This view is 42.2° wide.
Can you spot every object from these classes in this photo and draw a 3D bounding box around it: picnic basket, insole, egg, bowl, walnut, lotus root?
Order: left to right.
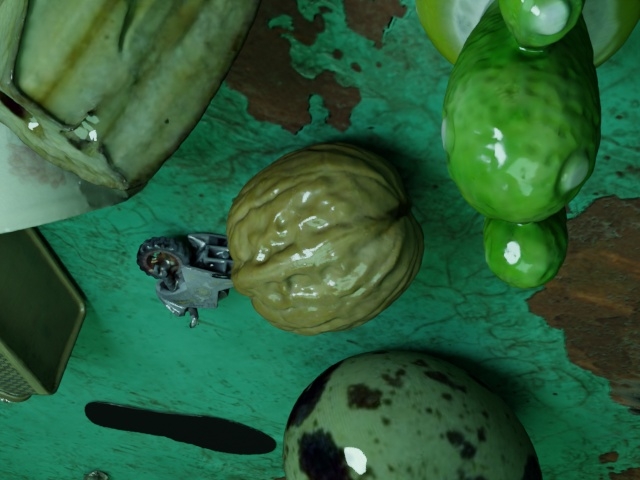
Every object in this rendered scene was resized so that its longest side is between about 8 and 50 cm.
[{"bbox_3d":[-0.422,0.073,1.034,0.139,0.165,0.266,-6,136,15],"label":"picnic basket"},{"bbox_3d":[-0.313,-0.096,0.788,0.277,0.277,0.145,-6,104,16],"label":"bowl"},{"bbox_3d":[-0.165,-0.211,0.650,0.210,0.314,0.142,26,178,-31],"label":"lotus root"},{"bbox_3d":[-0.232,0.311,1.375,0.322,0.007,0.109,10,136,0],"label":"insole"},{"bbox_3d":[0.000,0.000,0.867,0.213,0.213,0.213,5,138,5],"label":"walnut"},{"bbox_3d":[0.127,0.296,1.084,0.379,0.287,0.287,23,136,-21],"label":"egg"}]

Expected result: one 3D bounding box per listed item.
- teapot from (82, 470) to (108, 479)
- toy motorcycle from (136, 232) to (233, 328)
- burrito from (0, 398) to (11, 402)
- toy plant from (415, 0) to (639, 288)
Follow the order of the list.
[{"bbox_3d":[-0.425,0.466,1.545,0.067,0.057,0.083,-4,134,-24],"label":"teapot"},{"bbox_3d":[-0.117,0.052,1.020,0.215,0.080,0.122,6,138,-2],"label":"toy motorcycle"},{"bbox_3d":[-0.497,0.159,1.219,0.087,0.060,0.226,0,136,18],"label":"burrito"},{"bbox_3d":[0.152,-0.135,0.591,0.184,0.316,0.224,2,139,10],"label":"toy plant"}]
